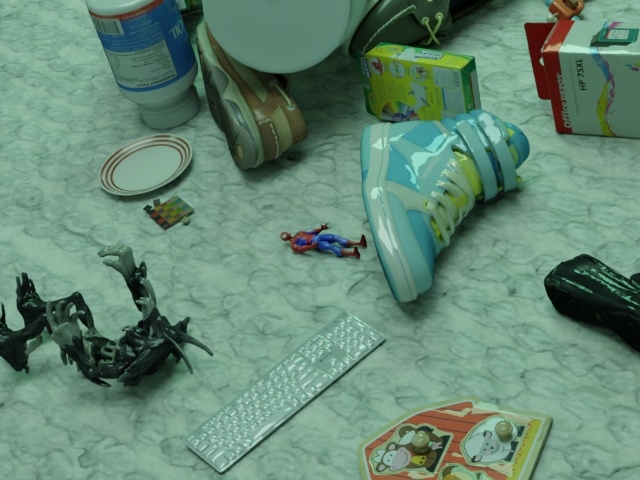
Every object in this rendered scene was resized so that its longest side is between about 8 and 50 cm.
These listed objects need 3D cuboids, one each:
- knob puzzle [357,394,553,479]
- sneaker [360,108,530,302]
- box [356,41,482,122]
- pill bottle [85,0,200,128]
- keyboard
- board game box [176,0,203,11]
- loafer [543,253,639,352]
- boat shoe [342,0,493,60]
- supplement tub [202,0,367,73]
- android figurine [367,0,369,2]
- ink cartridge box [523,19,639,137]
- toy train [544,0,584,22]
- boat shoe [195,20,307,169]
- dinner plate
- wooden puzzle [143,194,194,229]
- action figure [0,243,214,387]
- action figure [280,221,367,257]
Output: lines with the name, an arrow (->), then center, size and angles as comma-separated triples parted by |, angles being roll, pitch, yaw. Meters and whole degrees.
knob puzzle -> 0.125, 0.226, 1.542 | 0.213, 0.030, 0.213 | -11, 38, 9
sneaker -> 0.160, -0.060, 1.808 | 0.208, 0.127, 0.319 | -13, 39, 8
box -> 0.132, -0.209, 2.018 | 0.179, 0.105, 0.043 | 13, 39, 34
pill bottle -> -0.250, -0.277, 2.158 | 0.124, 0.221, 0.124 | -11, 39, 9
keyboard -> -0.039, 0.169, 1.691 | 0.256, 0.014, 0.072 | -38, 42, -24
board game box -> -0.258, -0.358, 2.324 | 0.136, 0.030, 0.259 | -12, 9, 2
loafer -> 0.342, 0.068, 1.615 | 0.078, 0.076, 0.223 | -42, 40, -17
boat shoe -> 0.165, -0.345, 2.174 | 0.305, 0.109, 0.091 | -37, 67, -21
supplement tub -> -0.040, -0.390, 2.086 | 0.235, 0.235, 0.325 | -8, 28, 12
android figurine -> 0.064, -0.405, 2.330 | 0.273, 0.056, 0.248 | -6, 39, 15
ink cartridge box -> 0.368, -0.207, 1.900 | 0.231, 0.134, 0.078 | 6, 44, 28
toy train -> 0.340, -0.387, 2.156 | 0.125, 0.046, 0.166 | -28, 69, -37
boat shoe -> -0.100, -0.216, 2.122 | 0.116, 0.123, 0.324 | -15, 43, -9
dinner plate -> -0.248, -0.105, 2.111 | 0.141, 0.017, 0.141 | -11, 37, 8
wooden puzzle -> -0.204, -0.039, 2.020 | 0.049, 0.006, 0.083 | -32, 39, -18
action figure -> -0.268, 0.096, 1.772 | 0.276, 0.141, 0.164 | 2, 30, 26
action figure -> 0.000, 0.000, 1.876 | 0.115, 0.030, 0.038 | 4, 47, 29
